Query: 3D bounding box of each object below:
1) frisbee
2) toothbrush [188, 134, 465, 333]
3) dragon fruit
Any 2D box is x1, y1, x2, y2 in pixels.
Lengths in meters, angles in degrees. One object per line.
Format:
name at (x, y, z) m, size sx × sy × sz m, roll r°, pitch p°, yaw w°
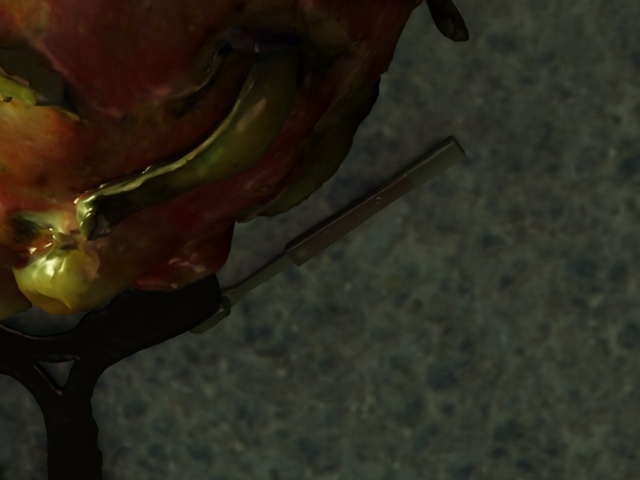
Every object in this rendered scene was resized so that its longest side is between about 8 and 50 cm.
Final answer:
frisbee at (-0.157, 0.089, 1.149) m, size 0.211 × 0.012 × 0.187 m, roll -1°, pitch 116°, yaw 7°
toothbrush at (0.000, -0.001, 1.116) m, size 0.194 × 0.017 × 0.014 m, roll -34°, pitch 111°, yaw 12°
dragon fruit at (-0.118, -0.083, 0.944) m, size 0.314 × 0.296 × 0.263 m, roll 32°, pitch 111°, yaw -3°
